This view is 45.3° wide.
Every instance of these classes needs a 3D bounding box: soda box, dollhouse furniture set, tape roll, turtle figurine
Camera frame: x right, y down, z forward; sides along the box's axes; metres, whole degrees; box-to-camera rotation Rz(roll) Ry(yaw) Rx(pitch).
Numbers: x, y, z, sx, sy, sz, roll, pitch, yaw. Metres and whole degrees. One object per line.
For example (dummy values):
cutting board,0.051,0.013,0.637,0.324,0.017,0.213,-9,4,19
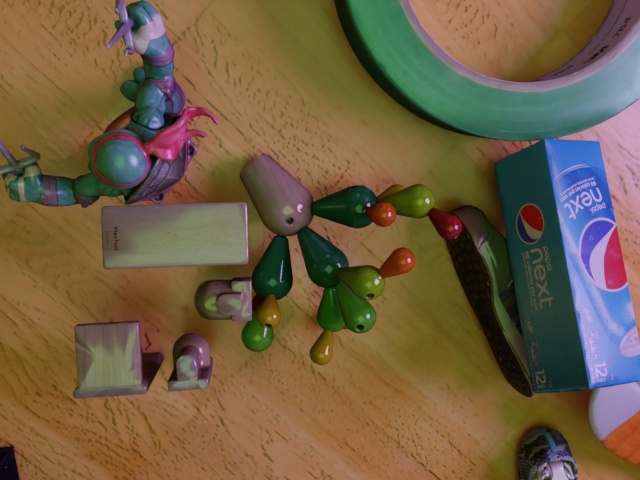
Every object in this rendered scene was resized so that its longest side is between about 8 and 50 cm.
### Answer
soda box,0.214,0.022,0.665,0.067,0.071,0.210,-2,78,-26
dollhouse furniture set,-0.132,0.044,0.669,0.144,0.123,0.151,-2,93,-5
tape roll,0.170,-0.247,0.660,0.321,0.077,0.321,-1,100,-6
turtle figurine,-0.154,-0.078,0.579,0.175,0.234,0.118,-43,101,3

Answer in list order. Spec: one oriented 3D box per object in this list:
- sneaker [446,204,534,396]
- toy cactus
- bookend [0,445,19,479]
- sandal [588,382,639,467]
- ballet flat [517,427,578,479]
sneaker,0.190,0.045,0.727,0.086,0.064,0.192,-26,97,-15
toy cactus,0.000,0.000,0.683,0.219,0.112,0.180,-42,78,25
bookend,-0.358,0.286,0.709,0.156,0.072,0.157,-7,102,-3
sandal,0.336,0.177,0.760,0.102,0.076,0.265,-39,123,17
ballet flat,0.231,0.283,0.768,0.070,0.070,0.188,-11,101,-3
